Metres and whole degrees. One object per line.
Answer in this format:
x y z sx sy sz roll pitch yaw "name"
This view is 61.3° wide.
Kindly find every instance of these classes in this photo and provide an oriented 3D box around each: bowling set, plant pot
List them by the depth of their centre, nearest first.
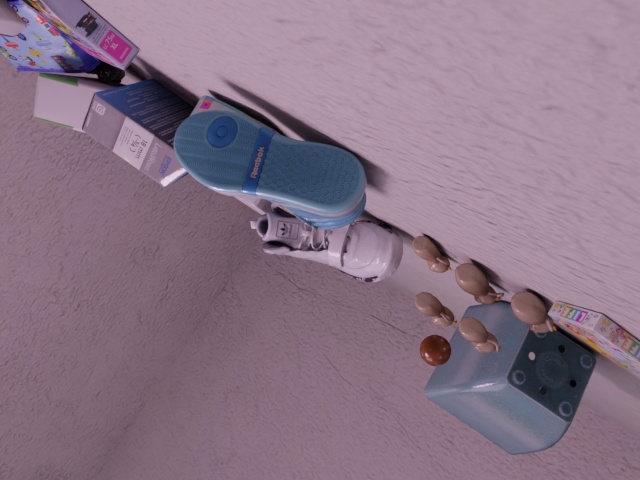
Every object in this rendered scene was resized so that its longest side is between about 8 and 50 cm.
0.251 0.137 0.988 0.287 0.200 0.154 37 -179 37 "bowling set"
0.408 0.276 1.113 0.247 0.247 0.252 34 161 2 "plant pot"

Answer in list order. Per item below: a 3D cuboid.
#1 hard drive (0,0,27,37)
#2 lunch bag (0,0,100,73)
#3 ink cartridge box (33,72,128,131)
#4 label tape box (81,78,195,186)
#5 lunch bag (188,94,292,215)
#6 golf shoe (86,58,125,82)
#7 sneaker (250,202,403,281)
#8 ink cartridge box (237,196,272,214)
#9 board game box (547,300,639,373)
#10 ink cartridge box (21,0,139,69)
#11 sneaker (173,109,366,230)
-0.625 -0.472 0.840 0.319 0.040 0.210 53 -177 -19 "hard drive"
-0.691 -0.511 1.305 0.293 0.138 0.221 22 161 28 "lunch bag"
-0.568 -0.353 1.413 0.201 0.117 0.278 15 -164 4 "ink cartridge box"
-0.331 -0.227 1.253 0.333 0.106 0.241 35 -152 0 "label tape box"
-0.130 -0.160 1.067 0.224 0.108 0.279 32 177 36 "lunch bag"
-0.543 -0.450 1.407 0.093 0.077 0.198 8 -163 -45 "golf shoe"
0.000 0.000 1.204 0.210 0.138 0.365 11 -177 -38 "sneaker"
-0.140 -0.110 1.388 0.148 0.086 0.203 29 176 33 "ink cartridge box"
0.425 0.148 0.792 0.154 0.026 0.103 34 177 -11 "board game box"
-0.509 -0.450 1.004 0.185 0.065 0.311 31 174 40 "ink cartridge box"
-0.070 -0.098 0.881 0.318 0.127 0.208 22 175 15 "sneaker"
